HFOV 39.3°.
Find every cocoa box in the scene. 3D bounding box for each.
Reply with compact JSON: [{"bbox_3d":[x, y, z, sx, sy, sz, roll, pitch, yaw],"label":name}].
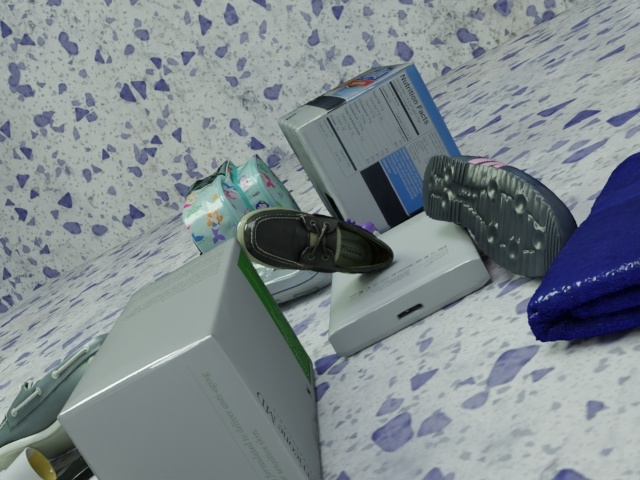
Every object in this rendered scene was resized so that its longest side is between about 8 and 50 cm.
[{"bbox_3d":[0.087,-0.169,1.626,0.228,0.231,0.347,-30,12,-2],"label":"cocoa box"}]

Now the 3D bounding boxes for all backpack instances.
[{"bbox_3d":[-0.133,-0.024,1.602,0.191,0.225,0.253,-33,15,15],"label":"backpack"}]

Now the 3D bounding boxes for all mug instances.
[{"bbox_3d":[-0.402,0.331,1.228,0.064,0.078,0.062,-40,45,-1],"label":"mug"}]

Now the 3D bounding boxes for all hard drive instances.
[{"bbox_3d":[0.107,0.039,1.187,0.203,0.040,0.307,-29,12,9],"label":"hard drive"}]

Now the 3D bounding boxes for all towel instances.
[{"bbox_3d":[0.336,-0.020,0.824,0.228,0.076,0.308,-29,10,46],"label":"towel"}]

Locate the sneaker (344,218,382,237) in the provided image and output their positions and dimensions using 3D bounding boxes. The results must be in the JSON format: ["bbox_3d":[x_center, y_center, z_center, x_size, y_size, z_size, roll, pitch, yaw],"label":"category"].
[{"bbox_3d":[0.047,-0.001,1.429,0.068,0.071,0.170,-38,13,-32],"label":"sneaker"}]

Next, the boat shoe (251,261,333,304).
[{"bbox_3d":[-0.084,0.077,1.429,0.226,0.076,0.083,-14,46,35],"label":"boat shoe"}]

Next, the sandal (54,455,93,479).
[{"bbox_3d":[-0.294,0.273,1.205,0.179,0.040,0.067,-38,14,-33],"label":"sandal"}]

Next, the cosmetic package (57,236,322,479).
[{"bbox_3d":[-0.111,0.148,0.902,0.155,0.196,0.365,-29,13,3],"label":"cosmetic package"}]

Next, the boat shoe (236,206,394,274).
[{"bbox_3d":[0.000,0.001,1.119,0.224,0.080,0.073,12,-11,-41],"label":"boat shoe"}]

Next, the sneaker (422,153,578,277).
[{"bbox_3d":[0.238,-0.040,1.061,0.131,0.112,0.319,3,18,-19],"label":"sneaker"}]

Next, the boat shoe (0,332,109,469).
[{"bbox_3d":[-0.378,0.237,1.275,0.319,0.099,0.116,-34,-26,26],"label":"boat shoe"}]
